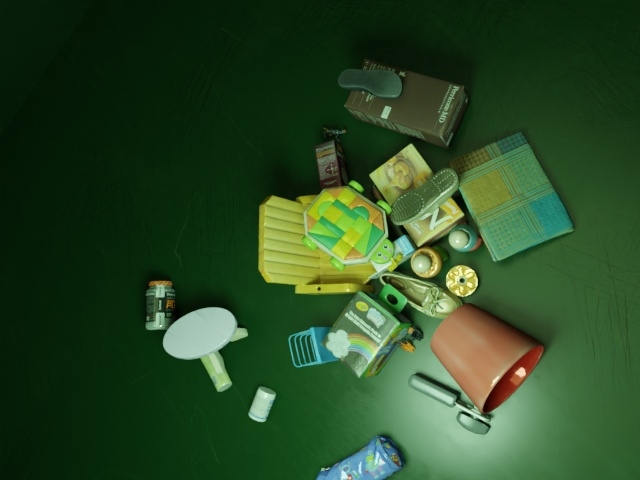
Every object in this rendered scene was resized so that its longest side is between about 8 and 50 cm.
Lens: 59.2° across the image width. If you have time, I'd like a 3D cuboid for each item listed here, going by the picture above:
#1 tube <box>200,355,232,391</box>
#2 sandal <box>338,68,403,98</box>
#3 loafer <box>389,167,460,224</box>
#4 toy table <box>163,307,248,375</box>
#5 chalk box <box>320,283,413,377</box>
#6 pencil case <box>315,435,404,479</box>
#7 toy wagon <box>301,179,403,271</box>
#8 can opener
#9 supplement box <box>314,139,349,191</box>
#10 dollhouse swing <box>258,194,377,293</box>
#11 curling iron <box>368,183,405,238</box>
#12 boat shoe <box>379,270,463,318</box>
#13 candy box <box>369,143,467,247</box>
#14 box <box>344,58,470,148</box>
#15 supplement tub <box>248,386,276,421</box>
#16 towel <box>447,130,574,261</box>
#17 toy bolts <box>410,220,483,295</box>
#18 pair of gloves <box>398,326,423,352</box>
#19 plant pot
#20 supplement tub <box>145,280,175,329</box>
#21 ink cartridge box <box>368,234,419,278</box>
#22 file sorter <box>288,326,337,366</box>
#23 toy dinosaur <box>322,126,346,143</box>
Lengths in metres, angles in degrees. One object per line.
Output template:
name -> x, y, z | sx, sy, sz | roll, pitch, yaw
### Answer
tube -> -0.414, 0.460, 2.158 | 0.240, 0.070, 0.062 | 55, 148, 26
sandal -> 0.178, -0.534, 1.920 | 0.255, 0.054, 0.097 | 25, 85, 35
loafer -> 0.342, -0.129, 1.808 | 0.269, 0.092, 0.101 | -33, 62, 32
toy table -> -0.418, 0.360, 2.086 | 0.275, 0.161, 0.252 | -10, 61, 10
chalk box -> 0.176, 0.283, 1.862 | 0.180, 0.179, 0.288 | 39, 97, 25
pencil case -> 0.120, 0.754, 1.839 | 0.306, 0.119, 0.133 | -37, 67, 14
toy wagon -> 0.115, -0.030, 1.822 | 0.344, 0.068, 0.267 | 36, 81, 18
can opener -> 0.404, 0.512, 1.779 | 0.281, 0.074, 0.093 | 27, 94, 25
supplement box -> 0.046, -0.253, 2.044 | 0.081, 0.104, 0.188 | -14, 76, 20
dollhouse swing -> 0.000, 0.000, 1.914 | 0.316, 0.305, 0.346 | -4, 79, 23
curling iron -> 0.245, -0.083, 1.960 | 0.035, 0.068, 0.273 | -34, 75, 14
boat shoe -> 0.327, 0.181, 1.858 | 0.286, 0.089, 0.104 | 20, 90, 25
candy box -> 0.329, -0.148, 1.912 | 0.183, 0.088, 0.316 | -37, 70, 14
box -> 0.297, -0.475, 1.954 | 0.382, 0.143, 0.191 | 23, 91, 23
supplement tub -> -0.211, 0.591, 2.036 | 0.071, 0.071, 0.107 | 23, 92, 25
towel -> 0.601, -0.143, 1.795 | 0.272, 0.040, 0.369 | -22, 71, 4
toy bolts -> 0.418, 0.060, 1.776 | 0.218, 0.159, 0.228 | 43, 111, 18
pair of gloves -> 0.299, 0.328, 1.863 | 0.083, 0.074, 0.010 | -55, 29, 5
plant pot -> 0.482, 0.333, 1.685 | 0.243, 0.275, 0.274 | 43, 99, 34
supplement tub -> -0.638, 0.260, 2.250 | 0.117, 0.117, 0.190 | -7, 80, 22
ink cartridge box -> 0.233, 0.057, 1.885 | 0.181, 0.104, 0.061 | -34, 73, 16
file sorter -> -0.018, 0.367, 1.937 | 0.105, 0.170, 0.118 | -20, 74, 24
toy dinosaur -> 0.054, -0.409, 2.103 | 0.082, 0.047, 0.090 | -16, 64, 2
